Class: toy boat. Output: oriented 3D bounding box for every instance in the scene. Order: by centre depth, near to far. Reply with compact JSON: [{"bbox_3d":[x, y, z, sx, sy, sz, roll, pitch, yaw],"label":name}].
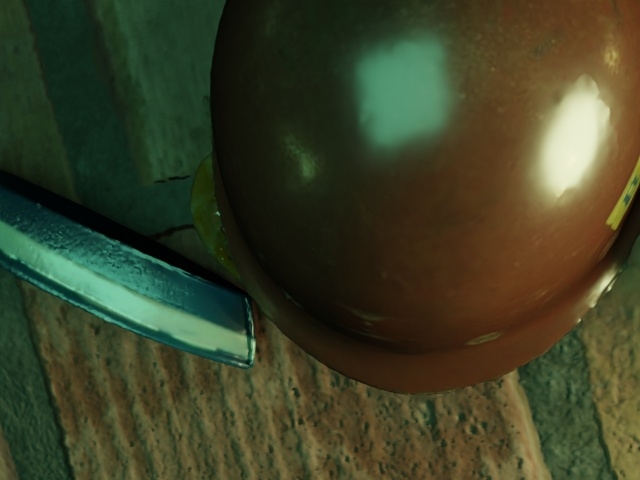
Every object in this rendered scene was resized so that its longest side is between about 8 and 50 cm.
[{"bbox_3d":[-0.178,0.018,0.806,0.299,0.096,0.061,25,94,9],"label":"toy boat"}]

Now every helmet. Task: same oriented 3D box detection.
[{"bbox_3d":[0.063,-0.086,0.633,0.337,0.230,0.385,16,89,10],"label":"helmet"}]

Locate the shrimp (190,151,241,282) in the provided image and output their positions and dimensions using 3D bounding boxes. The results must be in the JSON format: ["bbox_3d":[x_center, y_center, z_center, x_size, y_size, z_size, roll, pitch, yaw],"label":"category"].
[{"bbox_3d":[0.000,0.001,0.785,0.236,0.053,0.133,39,85,11],"label":"shrimp"}]
